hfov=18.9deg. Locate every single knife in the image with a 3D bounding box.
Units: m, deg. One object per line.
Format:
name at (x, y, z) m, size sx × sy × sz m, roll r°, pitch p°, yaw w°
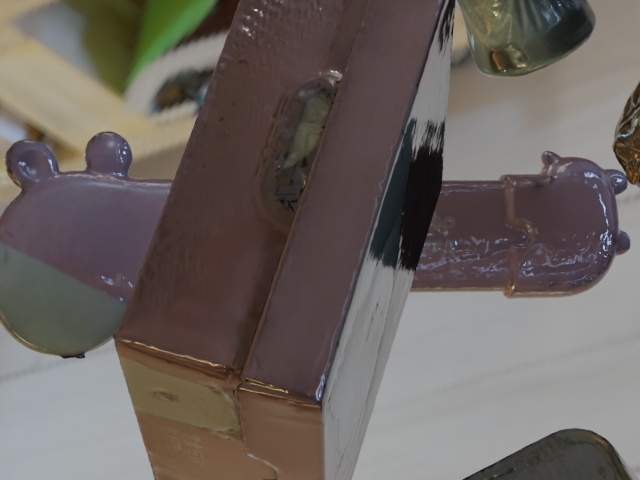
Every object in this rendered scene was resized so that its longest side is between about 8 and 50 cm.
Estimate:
knife at (0.000, 0.000, 1.156) m, size 0.038 × 0.399 × 0.132 m, roll 167°, pitch 101°, yaw -76°

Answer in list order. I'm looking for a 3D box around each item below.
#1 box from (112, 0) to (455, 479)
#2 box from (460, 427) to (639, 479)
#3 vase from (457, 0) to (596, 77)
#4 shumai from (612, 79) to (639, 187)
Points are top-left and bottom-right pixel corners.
box at (-0.009, 0.005, 0.844) m, size 0.086 × 0.215 × 0.215 m, roll 15°, pitch 65°, yaw 7°
box at (0.102, 0.194, 0.714) m, size 0.163 × 0.135 × 0.243 m, roll -28°, pitch 47°, yaw 7°
vase at (0.080, -0.200, 1.082) m, size 0.096 × 0.219 × 0.096 m, roll -24°, pitch 20°, yaw 10°
shumai at (0.245, -0.119, 1.031) m, size 0.206 × 0.166 × 0.175 m, roll -26°, pitch 65°, yaw 23°
